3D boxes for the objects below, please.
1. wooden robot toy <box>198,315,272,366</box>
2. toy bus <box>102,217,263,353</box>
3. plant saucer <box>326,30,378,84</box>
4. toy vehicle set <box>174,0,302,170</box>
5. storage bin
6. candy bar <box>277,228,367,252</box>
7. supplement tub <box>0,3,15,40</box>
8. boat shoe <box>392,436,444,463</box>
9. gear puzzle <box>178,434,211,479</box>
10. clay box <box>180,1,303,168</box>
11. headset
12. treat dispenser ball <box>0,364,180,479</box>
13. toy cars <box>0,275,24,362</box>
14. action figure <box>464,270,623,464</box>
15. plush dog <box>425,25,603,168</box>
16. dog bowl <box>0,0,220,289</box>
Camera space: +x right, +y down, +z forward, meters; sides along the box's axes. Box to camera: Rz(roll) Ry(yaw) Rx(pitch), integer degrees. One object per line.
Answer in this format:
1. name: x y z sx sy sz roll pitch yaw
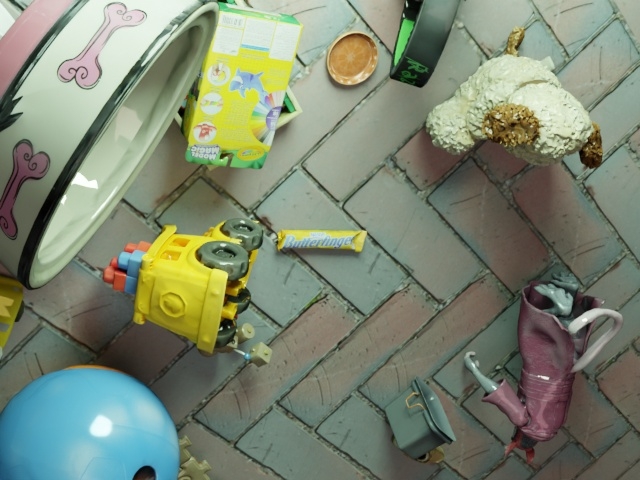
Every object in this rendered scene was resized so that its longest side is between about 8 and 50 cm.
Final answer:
1. wooden robot toy: -0.168 0.163 1.660 0.173 0.076 0.079 25 142 -34
2. toy bus: -0.206 0.044 1.503 0.211 0.220 0.150 15 117 5
3. plant saucer: 0.047 -0.275 1.509 0.083 0.013 0.084 -11 122 -18
4. toy vehicle set: -0.155 -0.245 1.421 0.166 0.035 0.267 -34 127 -3
5. storage bin: 0.177 0.335 1.870 0.091 0.135 0.098 -37 128 12
6. candy bar: 0.000 0.000 1.652 0.161 0.018 0.040 1 118 -26
7. supplement tub: -0.522 -0.186 1.165 0.325 0.235 0.235 -40 127 2
8. boat shoe: 0.198 0.418 1.976 0.135 0.045 0.050 25 106 -34
9. gear puzzle: -0.262 0.465 1.803 0.175 0.044 0.339 -32 130 -6
10. clay box: -0.116 -0.212 1.402 0.127 0.053 0.222 5 118 -27
11. headset: 0.199 -0.396 1.367 0.185 0.243 0.394 15 88 -4
12. treat dispenser ball: -0.357 0.332 1.521 0.288 0.288 0.288 -11 123 -18
13. toy cars: -0.593 0.191 1.453 0.393 0.087 0.177 -28 126 -7
14. action figure: 0.434 0.255 1.862 0.248 0.275 0.370 1 105 -32
15. plush dog: 0.328 -0.199 1.551 0.262 0.225 0.211 5 117 -27
16. dog bowl: -0.291 -0.149 1.196 0.150 0.408 0.408 32 104 -3
